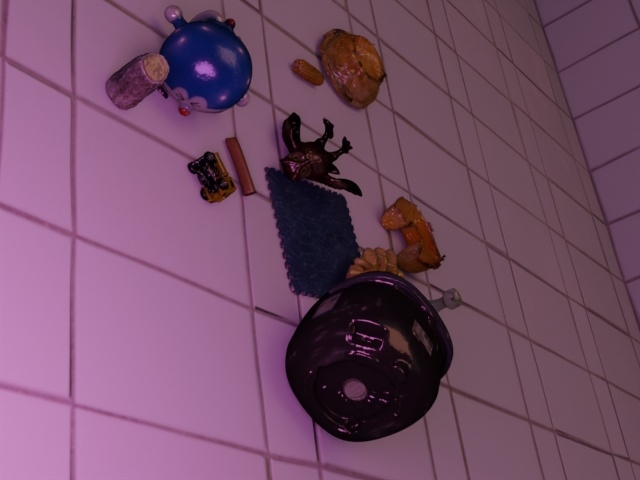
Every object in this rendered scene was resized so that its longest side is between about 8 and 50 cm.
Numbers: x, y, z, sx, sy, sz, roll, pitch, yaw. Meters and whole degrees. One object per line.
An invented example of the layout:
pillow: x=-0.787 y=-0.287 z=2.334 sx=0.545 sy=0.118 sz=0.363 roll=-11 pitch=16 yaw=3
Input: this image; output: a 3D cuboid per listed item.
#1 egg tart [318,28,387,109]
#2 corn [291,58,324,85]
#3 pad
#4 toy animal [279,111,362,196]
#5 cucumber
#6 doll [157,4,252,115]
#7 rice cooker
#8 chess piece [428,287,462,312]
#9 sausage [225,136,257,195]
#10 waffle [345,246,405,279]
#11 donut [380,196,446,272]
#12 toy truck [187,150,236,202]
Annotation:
egg tart: x=0.083 y=-0.415 z=2.245 sx=0.212 sy=0.090 sz=0.212 roll=32 pitch=43 yaw=-36
corn: x=-0.025 y=-0.367 z=2.083 sx=0.092 sy=0.037 sz=0.037 roll=25 pitch=47 yaw=-50
pad: x=0.000 y=0.000 z=1.852 sx=0.270 sy=0.012 sz=0.269 roll=16 pitch=54 yaw=-53
toy animal: x=-0.018 y=-0.150 z=1.877 sx=0.179 sy=0.116 sz=0.218 roll=-32 pitch=79 yaw=-40
cucumber: x=-0.288 y=-0.255 z=1.507 sx=0.064 sy=0.112 sz=0.064 roll=27 pitch=51 yaw=-39
doll: x=-0.204 y=-0.316 z=1.672 sx=0.215 sy=0.161 sz=0.257 roll=39 pitch=19 yaw=-13
rice cooker: x=0.080 y=0.192 z=1.584 sx=0.267 sy=0.267 sz=0.224 roll=55 pitch=26 yaw=-13
chess piece: x=0.250 y=0.140 z=2.037 sx=0.067 sy=0.103 sz=0.067 roll=38 pitch=38 yaw=-38
sausage: x=-0.145 y=-0.135 z=1.719 sx=0.026 sy=0.026 sz=0.116 roll=1 pitch=65 yaw=-57
waffle: x=0.124 y=0.137 z=1.876 sx=0.261 sy=0.056 sz=0.250 roll=-29 pitch=98 yaw=-57
donut: x=0.202 y=-0.004 z=2.113 sx=0.146 sy=0.078 sz=0.181 roll=7 pitch=54 yaw=-57
toy truck: x=-0.180 y=-0.106 z=1.616 sx=0.054 sy=0.049 sz=0.083 roll=-18 pitch=81 yaw=-61
